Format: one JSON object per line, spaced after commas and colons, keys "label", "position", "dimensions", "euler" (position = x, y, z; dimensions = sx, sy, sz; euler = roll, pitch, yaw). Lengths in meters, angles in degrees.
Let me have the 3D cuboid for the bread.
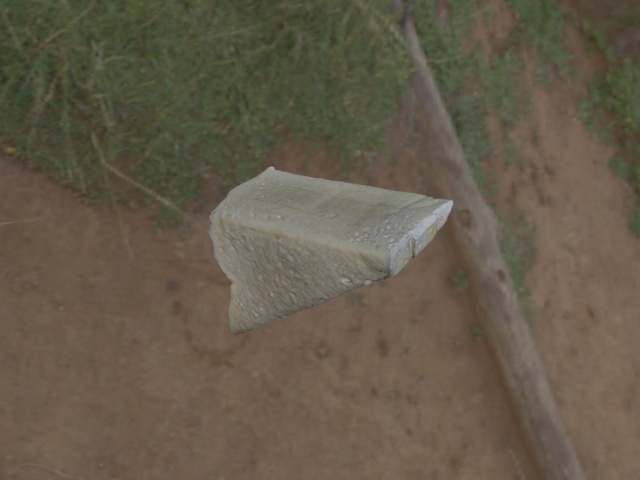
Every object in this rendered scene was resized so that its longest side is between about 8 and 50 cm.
{"label": "bread", "position": [0.009, 0.018, 0.694], "dimensions": [0.077, 0.152, 0.105], "euler": [-41, 132, -38]}
